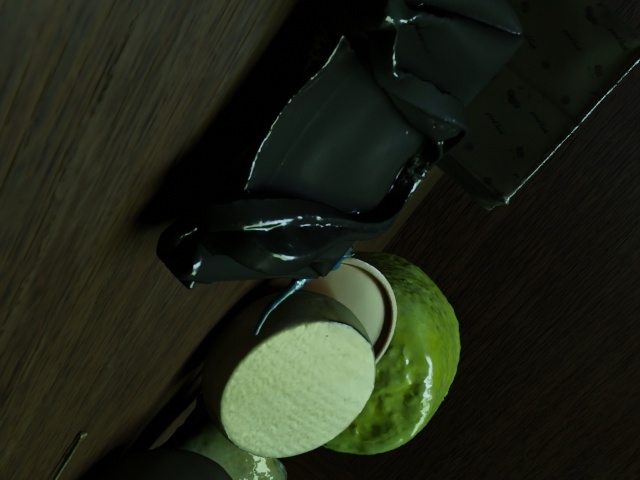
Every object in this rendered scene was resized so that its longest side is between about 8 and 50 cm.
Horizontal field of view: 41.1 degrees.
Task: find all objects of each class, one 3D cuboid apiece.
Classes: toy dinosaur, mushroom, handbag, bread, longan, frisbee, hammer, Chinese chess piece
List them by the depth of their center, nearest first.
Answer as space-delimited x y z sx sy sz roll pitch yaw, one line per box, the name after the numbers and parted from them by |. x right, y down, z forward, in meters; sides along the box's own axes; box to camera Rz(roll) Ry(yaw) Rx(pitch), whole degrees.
0.019 -0.083 0.610 0.285 0.113 0.257 -51 167 15 | handbag
-0.273 0.241 0.896 0.123 0.014 0.029 -56 180 26 | hammer
0.018 -0.021 1.105 0.144 0.076 0.329 -46 -171 48 | toy dinosaur
-0.224 0.403 1.141 0.258 0.258 0.258 -49 174 -7 | longan
-0.045 0.188 1.209 0.251 0.251 0.097 -51 -142 7 | Chinese chess piece
-0.002 0.131 1.279 0.251 0.251 0.021 -51 -148 10 | frisbee
-0.190 0.373 1.396 0.217 0.212 0.292 -40 -169 -7 | mushroom
0.070 0.193 1.501 0.348 0.348 0.308 -51 172 8 | bread

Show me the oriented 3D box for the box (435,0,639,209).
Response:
0.210 -0.177 0.999 0.225 0.190 0.297 -49 173 6 | box
